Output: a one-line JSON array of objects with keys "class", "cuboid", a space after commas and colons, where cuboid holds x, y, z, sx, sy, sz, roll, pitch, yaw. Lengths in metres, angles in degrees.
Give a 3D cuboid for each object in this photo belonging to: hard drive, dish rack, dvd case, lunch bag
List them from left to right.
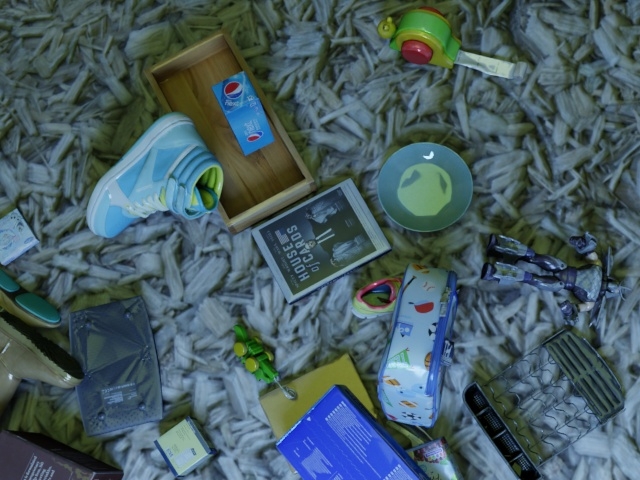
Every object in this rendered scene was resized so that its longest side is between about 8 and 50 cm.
[{"class": "hard drive", "cuboid": [-0.405, 0.251, 1.627, 0.172, 0.054, 0.254, -14, 73, 1]}, {"class": "dvd case", "cuboid": [0.000, 0.000, 1.669, 0.239, 0.029, 0.179, -28, 73, -3]}, {"class": "lunch bag", "cuboid": [0.180, 0.184, 1.449, 0.115, 0.303, 0.243, 12, 60, 10]}, {"class": "dish rack", "cuboid": [0.425, 0.300, 1.519, 0.272, 0.074, 0.208, -33, 75, -4]}]

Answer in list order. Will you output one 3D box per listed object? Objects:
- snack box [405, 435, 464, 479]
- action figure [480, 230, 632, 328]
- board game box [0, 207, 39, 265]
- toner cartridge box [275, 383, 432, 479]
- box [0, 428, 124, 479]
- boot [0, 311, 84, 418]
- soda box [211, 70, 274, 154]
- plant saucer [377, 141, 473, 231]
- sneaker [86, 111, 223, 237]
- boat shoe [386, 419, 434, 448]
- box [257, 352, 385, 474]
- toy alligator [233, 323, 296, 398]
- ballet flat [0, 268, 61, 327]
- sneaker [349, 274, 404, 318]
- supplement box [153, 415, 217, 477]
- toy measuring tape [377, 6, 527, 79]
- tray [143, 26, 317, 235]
[{"class": "snack box", "cuboid": [0.182, 0.433, 1.495, 0.141, 0.037, 0.100, -27, 83, 20]}, {"class": "action figure", "cuboid": [0.459, 0.068, 1.570, 0.285, 0.099, 0.185, 13, 67, 5]}, {"class": "board game box", "cuboid": [-0.665, -0.008, 1.744, 0.090, 0.020, 0.090, -35, 73, -5]}, {"class": "toner cartridge box", "cuboid": [0.094, 0.440, 1.457, 0.165, 0.075, 0.348, -45, 69, 5]}, {"class": "box", "cuboid": [-0.512, 0.471, 1.517, 0.203, 0.167, 0.168, 21, 78, 11]}, {"class": "boot", "cuboid": [-0.617, 0.309, 1.598, 0.236, 0.089, 0.269, 33, 93, 20]}, {"class": "soda box", "cuboid": [-0.148, -0.244, 1.583, 0.071, 0.210, 0.067, -27, 74, -2]}, {"class": "plant saucer", "cuboid": [0.215, -0.106, 1.672, 0.195, 0.037, 0.194, -2, 74, 6]}, {"class": "sneaker", "cuboid": [-0.327, -0.082, 1.637, 0.319, 0.127, 0.208, -48, 68, 15]}, {"class": "boat shoe", "cuboid": [0.185, 0.375, 1.535, 0.137, 0.049, 0.043, 42, 86, 17]}, {"class": "box", "cuboid": [0.001, 0.335, 1.579, 0.201, 0.021, 0.164, -27, 73, -1]}, {"class": "toy alligator", "cuboid": [-0.121, 0.249, 1.601, 0.189, 0.056, 0.051, 50, 125, 18]}, {"class": "ballet flat", "cuboid": [-0.634, 0.130, 1.686, 0.232, 0.080, 0.073, 34, 108, 16]}, {"class": "sneaker", "cuboid": [0.159, 0.103, 1.590, 0.209, 0.094, 0.081, -17, 72, -1]}, {"class": "supplement box", "cuboid": [-0.260, 0.399, 1.569, 0.083, 0.056, 0.083, -35, 74, -4]}, {"class": "toy measuring tape", "cuboid": [0.277, -0.417, 1.714, 0.330, 0.121, 0.121, 18, 77, 10]}, {"class": "tray", "cuboid": [-0.194, -0.235, 1.733, 0.203, 0.076, 0.410, -29, 74, -3]}]
